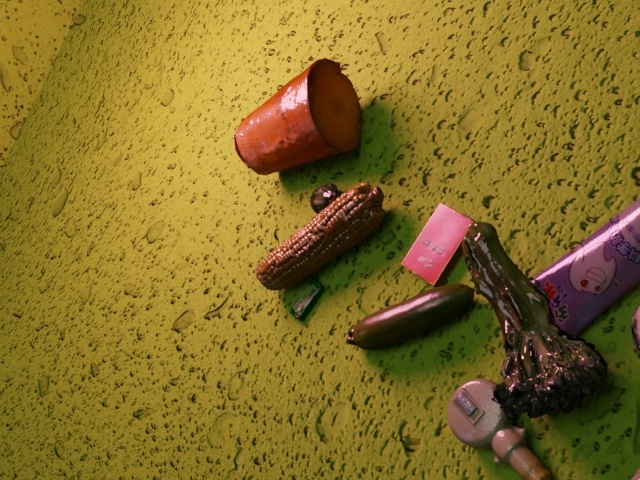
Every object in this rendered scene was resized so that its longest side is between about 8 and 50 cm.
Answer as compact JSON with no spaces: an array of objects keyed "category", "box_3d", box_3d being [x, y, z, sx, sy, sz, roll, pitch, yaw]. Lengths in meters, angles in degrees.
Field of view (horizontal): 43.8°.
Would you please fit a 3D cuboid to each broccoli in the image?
[{"category":"broccoli","box_3d":[0.281,0.108,1.146,0.165,0.146,0.304,-36,61,27]}]

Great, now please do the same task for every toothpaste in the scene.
[{"category":"toothpaste","box_3d":[0.430,0.023,1.145,0.371,0.080,0.125,-47,48,28]}]

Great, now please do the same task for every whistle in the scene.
[{"category":"whistle","box_3d":[0.261,0.286,1.169,0.104,0.057,0.198,-52,43,12]}]

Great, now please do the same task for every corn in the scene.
[{"category":"corn","box_3d":[0.000,0.000,1.529,0.320,0.097,0.097,-36,49,27]}]

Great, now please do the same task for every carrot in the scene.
[{"category":"carrot","box_3d":[-0.061,-0.241,1.640,0.254,0.196,0.195,-17,59,37]}]

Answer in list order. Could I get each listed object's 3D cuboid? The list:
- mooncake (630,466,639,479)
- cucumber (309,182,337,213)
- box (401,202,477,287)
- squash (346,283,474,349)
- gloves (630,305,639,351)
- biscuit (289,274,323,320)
[{"category":"mooncake","box_3d":[0.478,0.342,0.882,0.255,0.136,0.250,-24,57,27]},{"category":"cucumber","box_3d":[0.005,-0.087,1.573,0.067,0.035,0.107,-63,10,-5]},{"category":"box","box_3d":[0.208,0.008,1.383,0.133,0.023,0.090,-57,42,5]},{"category":"squash","box_3d":[0.144,0.135,1.347,0.258,0.069,0.069,-27,53,31]},{"category":"gloves","box_3d":[0.484,0.110,1.040,0.153,0.070,0.114,-40,55,30]},{"category":"biscuit","box_3d":[-0.026,0.115,1.552,0.089,0.016,0.046,-55,42,7]}]
